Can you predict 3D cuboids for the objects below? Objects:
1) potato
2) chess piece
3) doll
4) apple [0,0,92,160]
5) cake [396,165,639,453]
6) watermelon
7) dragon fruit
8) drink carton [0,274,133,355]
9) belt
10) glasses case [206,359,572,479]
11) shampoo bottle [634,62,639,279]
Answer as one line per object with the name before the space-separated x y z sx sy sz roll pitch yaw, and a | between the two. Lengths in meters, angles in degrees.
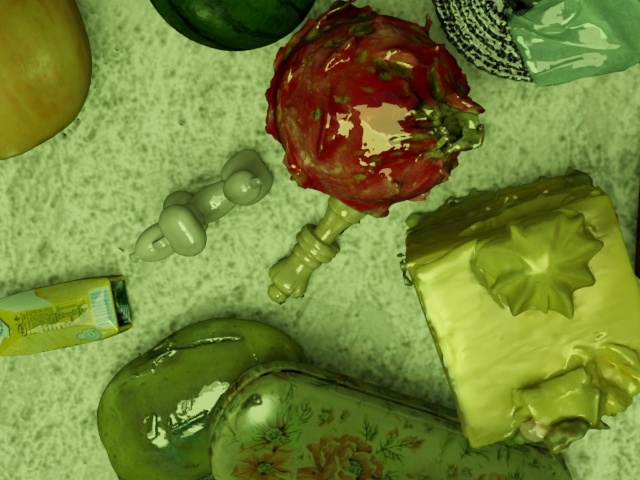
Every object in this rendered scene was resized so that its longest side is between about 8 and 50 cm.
potato | -0.130 0.177 1.559 0.248 0.143 0.169 -23 115 9
chess piece | 0.000 0.000 1.552 0.060 0.060 0.172 37 106 -4
doll | -0.127 -0.029 1.499 0.161 0.160 0.059 -30 100 10
apple | -0.358 -0.203 1.441 0.242 0.242 0.241 -24 116 10
cake | 0.210 0.067 1.428 0.222 0.286 0.228 -20 101 10
watermelon | -0.099 -0.291 1.415 0.214 0.188 0.188 35 105 -25
dragon fruit | 0.057 -0.123 1.405 0.210 0.268 0.205 -47 127 -16
drink carton | -0.316 0.088 1.585 0.200 0.084 0.075 -12 92 9
belt | 0.258 -0.297 1.422 0.325 0.122 0.260 -38 93 13
glasses case | 0.080 0.243 1.519 0.425 0.098 0.156 20 114 -23
shampoo bottle | 0.373 -0.075 1.485 0.085 0.085 0.244 -1 104 5
